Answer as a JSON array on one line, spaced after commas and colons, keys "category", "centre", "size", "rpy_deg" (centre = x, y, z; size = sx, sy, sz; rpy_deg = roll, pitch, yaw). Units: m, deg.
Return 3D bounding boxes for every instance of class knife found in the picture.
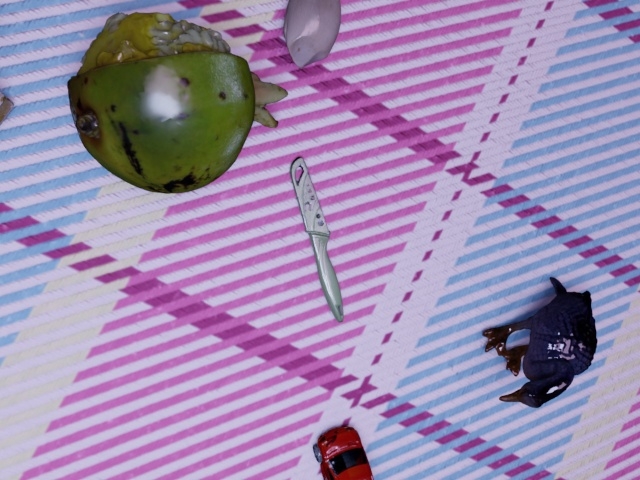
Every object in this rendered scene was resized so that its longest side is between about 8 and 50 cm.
[{"category": "knife", "centre": [-0.001, 0.000, 1.093], "size": [0.043, 0.020, 0.292], "rpy_deg": [-19, 96, -14]}]

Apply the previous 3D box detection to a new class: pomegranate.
[{"category": "pomegranate", "centre": [-0.195, -0.194, 0.921], "size": [0.341, 0.261, 0.260], "rpy_deg": [-10, 95, -41]}]

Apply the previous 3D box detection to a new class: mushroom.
[{"category": "mushroom", "centre": [-0.002, -0.383, 1.048], "size": [0.097, 0.088, 0.212], "rpy_deg": [25, 77, -26]}]

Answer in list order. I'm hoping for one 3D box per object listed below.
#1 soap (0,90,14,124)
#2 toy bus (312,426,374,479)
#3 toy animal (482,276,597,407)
[{"category": "soap", "centre": [-0.571, -0.138, 0.877], "size": [0.160, 0.080, 0.257], "rpy_deg": [34, 81, -11]}, {"category": "toy bus", "centre": [0.053, 0.417, 1.083], "size": [0.081, 0.089, 0.195], "rpy_deg": [-15, 95, -17]}, {"category": "toy animal", "centre": [0.405, 0.177, 1.141], "size": [0.298, 0.185, 0.122], "rpy_deg": [-39, 98, -32]}]
